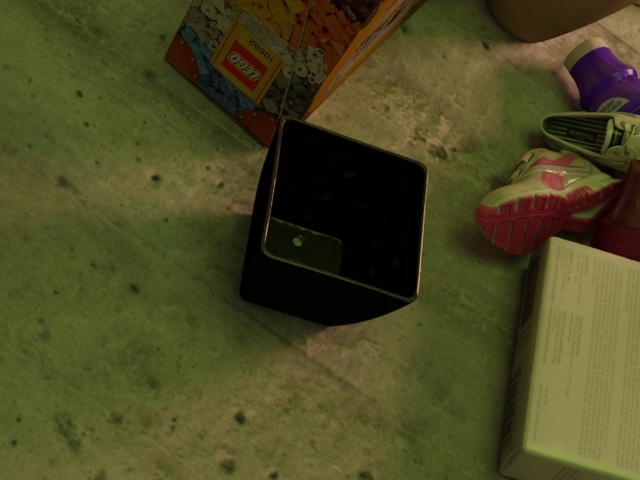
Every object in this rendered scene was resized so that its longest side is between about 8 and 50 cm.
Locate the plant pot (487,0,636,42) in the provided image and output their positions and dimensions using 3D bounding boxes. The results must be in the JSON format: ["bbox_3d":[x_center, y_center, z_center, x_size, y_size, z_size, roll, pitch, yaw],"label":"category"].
[{"bbox_3d":[0.360,-0.409,1.840,0.256,0.274,0.256,13,58,-23],"label":"plant pot"}]

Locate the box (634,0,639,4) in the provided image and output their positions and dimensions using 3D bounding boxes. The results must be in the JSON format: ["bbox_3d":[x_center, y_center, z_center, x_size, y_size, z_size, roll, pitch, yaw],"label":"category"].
[{"bbox_3d":[0.571,-0.472,2.088,0.114,0.103,0.203,14,58,-18],"label":"box"}]

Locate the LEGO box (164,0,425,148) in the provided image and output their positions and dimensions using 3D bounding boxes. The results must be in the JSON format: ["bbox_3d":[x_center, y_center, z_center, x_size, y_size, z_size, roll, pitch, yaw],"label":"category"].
[{"bbox_3d":[0.073,-0.402,1.636,0.193,0.372,0.500,41,53,1],"label":"LEGO box"}]

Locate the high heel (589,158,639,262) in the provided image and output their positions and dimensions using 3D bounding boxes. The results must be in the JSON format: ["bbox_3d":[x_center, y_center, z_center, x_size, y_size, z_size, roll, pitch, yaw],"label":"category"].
[{"bbox_3d":[0.552,0.029,1.730,0.377,0.181,0.127,20,20,4],"label":"high heel"}]

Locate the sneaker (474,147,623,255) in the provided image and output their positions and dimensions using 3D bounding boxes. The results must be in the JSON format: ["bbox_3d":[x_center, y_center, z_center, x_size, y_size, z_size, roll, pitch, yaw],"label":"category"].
[{"bbox_3d":[0.284,-0.059,1.719,0.252,0.103,0.111,-11,45,-42],"label":"sneaker"}]

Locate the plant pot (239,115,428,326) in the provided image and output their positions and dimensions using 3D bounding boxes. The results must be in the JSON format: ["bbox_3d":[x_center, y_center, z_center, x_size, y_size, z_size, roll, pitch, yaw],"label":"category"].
[{"bbox_3d":[0.000,0.000,1.504,0.187,0.167,0.188,18,56,-16],"label":"plant pot"}]

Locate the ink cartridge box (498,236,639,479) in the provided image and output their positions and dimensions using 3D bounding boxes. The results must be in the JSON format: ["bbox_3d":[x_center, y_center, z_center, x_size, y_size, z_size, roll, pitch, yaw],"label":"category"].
[{"bbox_3d":[0.431,0.191,1.619,0.385,0.091,0.308,18,57,-6],"label":"ink cartridge box"}]

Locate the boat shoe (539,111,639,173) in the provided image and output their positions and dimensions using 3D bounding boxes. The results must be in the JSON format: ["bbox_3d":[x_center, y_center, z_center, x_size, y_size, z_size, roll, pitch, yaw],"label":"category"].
[{"bbox_3d":[0.405,-0.132,1.761,0.076,0.226,0.083,12,85,-59],"label":"boat shoe"}]

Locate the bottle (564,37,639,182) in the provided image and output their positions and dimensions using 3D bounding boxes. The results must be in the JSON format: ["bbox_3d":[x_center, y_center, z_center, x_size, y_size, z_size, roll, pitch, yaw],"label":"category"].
[{"bbox_3d":[0.447,-0.162,1.843,0.092,0.118,0.283,-5,59,-46],"label":"bottle"}]
